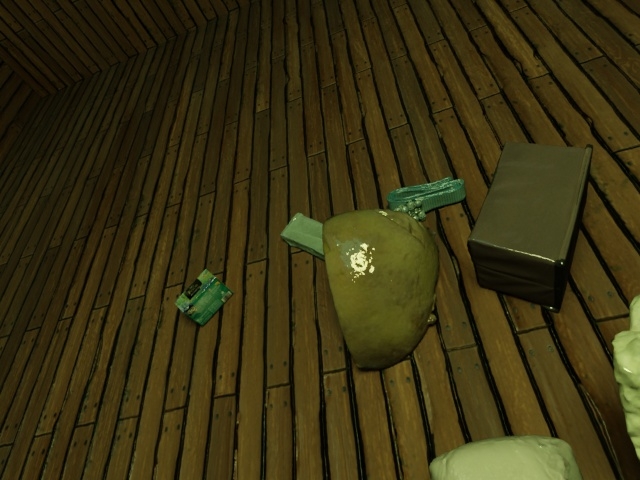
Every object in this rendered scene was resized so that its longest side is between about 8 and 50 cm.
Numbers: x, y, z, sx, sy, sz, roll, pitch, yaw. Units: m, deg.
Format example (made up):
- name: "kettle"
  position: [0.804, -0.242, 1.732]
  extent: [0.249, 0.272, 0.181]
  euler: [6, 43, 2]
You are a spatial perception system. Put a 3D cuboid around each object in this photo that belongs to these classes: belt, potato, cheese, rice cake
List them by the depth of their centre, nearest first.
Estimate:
- name: "cheese"
  position: [0.256, 0.366, 0.556]
  extent: [0.198, 0.154, 0.189]
  euler: [-20, 29, 15]
- name: "potato"
  position: [0.127, 0.082, 0.814]
  extent: [0.211, 0.189, 0.264]
  euler: [-13, 51, 17]
- name: "belt"
  position: [0.242, -0.091, 0.979]
  extent: [0.179, 0.065, 0.100]
  euler: [-15, 40, 16]
- name: "rice cake"
  position: [0.000, 0.000, 1.040]
  extent: [0.226, 0.040, 0.085]
  euler: [26, 69, 38]

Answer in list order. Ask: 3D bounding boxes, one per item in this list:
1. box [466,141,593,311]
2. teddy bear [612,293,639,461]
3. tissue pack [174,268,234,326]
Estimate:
- name: "box"
  position: [0.385, -0.033, 0.782]
  extent: [0.153, 0.188, 0.252]
  euler: [13, 64, 33]
- name: "teddy bear"
  position: [0.545, 0.241, 0.418]
  extent: [0.362, 0.375, 0.327]
  euler: [-9, 8, 45]
- name: "tissue pack"
  position: [-0.289, 0.135, 1.049]
  extent: [0.079, 0.085, 0.111]
  euler: [29, 72, 40]
